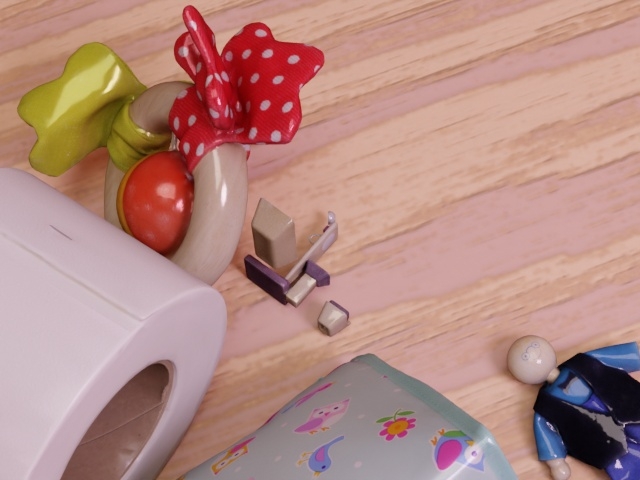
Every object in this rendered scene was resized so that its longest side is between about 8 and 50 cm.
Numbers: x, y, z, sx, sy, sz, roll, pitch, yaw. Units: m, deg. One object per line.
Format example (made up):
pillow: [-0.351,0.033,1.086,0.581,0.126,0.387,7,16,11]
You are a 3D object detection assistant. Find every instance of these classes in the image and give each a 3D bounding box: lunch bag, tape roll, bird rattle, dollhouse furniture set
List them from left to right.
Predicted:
tape roll: [-0.201,0.094,0.875,0.169,0.246,0.246,30,71,16]
bird rattle: [-0.100,-0.059,0.970,0.253,0.143,0.207,2,92,42]
lunch bag: [0.000,0.191,0.853,0.223,0.262,0.160,-37,113,-11]
dollhouse furniture set: [0.000,0.000,0.978,0.091,0.114,0.081,35,68,19]

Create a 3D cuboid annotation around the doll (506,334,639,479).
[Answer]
doll: [0.218,0.130,0.945,0.189,0.046,0.129,34,82,22]
